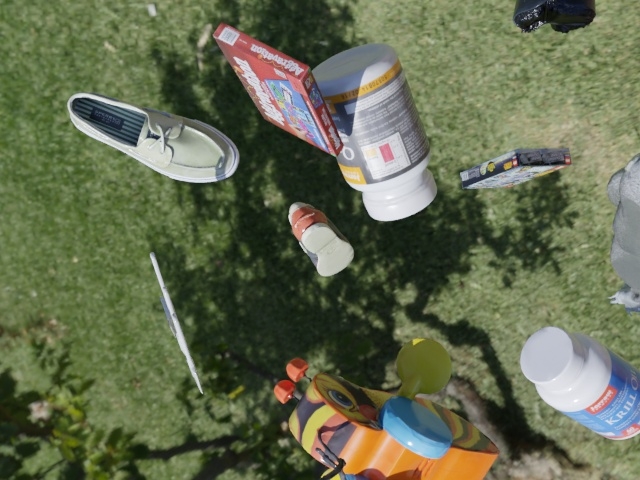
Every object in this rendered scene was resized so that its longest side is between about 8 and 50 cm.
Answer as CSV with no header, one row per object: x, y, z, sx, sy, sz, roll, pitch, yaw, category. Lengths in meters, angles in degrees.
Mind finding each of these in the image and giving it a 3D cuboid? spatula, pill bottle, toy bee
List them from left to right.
-0.238,0.132,1.334,0.242,0.019,0.168,86,161,-56,spatula
0.044,0.167,0.776,0.195,0.298,0.162,-47,53,-3,toy bee
0.096,-0.183,1.419,0.162,0.162,0.278,4,128,43,pill bottle
0.409,0.216,1.269,0.124,0.222,0.124,-33,41,35,pill bottle

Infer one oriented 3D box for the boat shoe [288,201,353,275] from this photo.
0.000,0.000,0.919,0.049,0.137,0.043,-38,62,1,boat shoe

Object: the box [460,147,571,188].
0.281,-0.103,1.194,0.137,0.094,0.027,-22,74,63,box

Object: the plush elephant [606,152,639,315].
0.488,-0.035,0.984,0.272,0.255,0.330,39,170,10,plush elephant

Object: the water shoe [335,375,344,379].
0.000,0.278,1.491,0.203,0.073,0.080,110,159,-53,water shoe

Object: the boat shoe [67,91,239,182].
-0.287,-0.173,1.400,0.303,0.094,0.109,17,94,-2,boat shoe

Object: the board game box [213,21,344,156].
-0.053,-0.212,1.207,0.145,0.281,0.027,31,83,17,board game box

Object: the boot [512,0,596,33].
0.434,-0.438,1.315,0.247,0.094,0.207,-3,72,25,boot
